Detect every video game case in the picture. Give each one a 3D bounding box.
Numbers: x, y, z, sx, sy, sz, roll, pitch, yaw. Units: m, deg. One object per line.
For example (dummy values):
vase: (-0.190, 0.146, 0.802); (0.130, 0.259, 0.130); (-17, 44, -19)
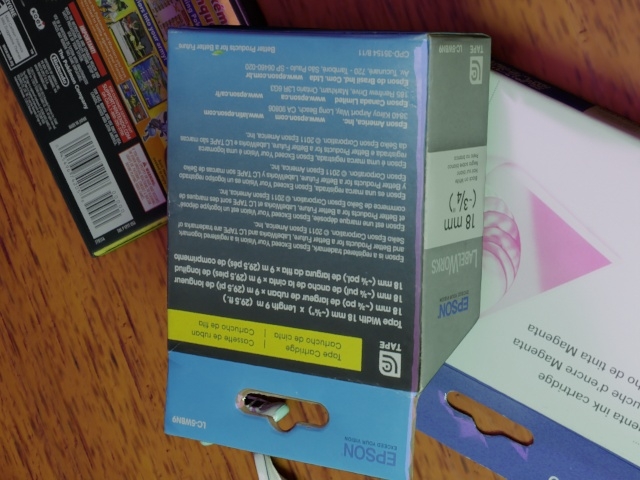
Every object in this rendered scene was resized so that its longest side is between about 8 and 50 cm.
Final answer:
video game case: (-0.161, -0.156, 1.328); (0.248, 0.035, 0.275); (-25, 90, 26)

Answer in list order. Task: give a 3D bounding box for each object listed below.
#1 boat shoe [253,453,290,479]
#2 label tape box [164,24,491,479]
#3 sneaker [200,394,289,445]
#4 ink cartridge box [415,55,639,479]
boat shoe: (-0.031, 0.233, 1.360); (0.035, 0.035, 0.100); (-21, 89, -2)
label tape box: (0.000, 0.000, 1.185); (0.240, 0.106, 0.334); (7, 100, 32)
sneaker: (-0.080, 0.143, 1.355); (0.098, 0.038, 0.069); (-19, 94, 25)
ink cartridge box: (0.176, 0.052, 1.210); (0.324, 0.071, 0.330); (27, 109, 16)
